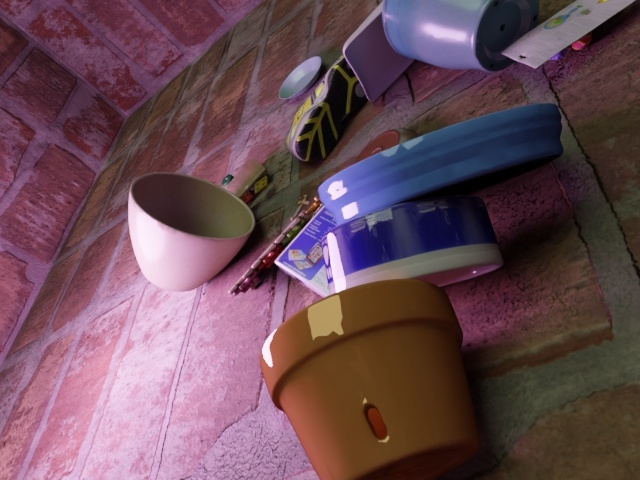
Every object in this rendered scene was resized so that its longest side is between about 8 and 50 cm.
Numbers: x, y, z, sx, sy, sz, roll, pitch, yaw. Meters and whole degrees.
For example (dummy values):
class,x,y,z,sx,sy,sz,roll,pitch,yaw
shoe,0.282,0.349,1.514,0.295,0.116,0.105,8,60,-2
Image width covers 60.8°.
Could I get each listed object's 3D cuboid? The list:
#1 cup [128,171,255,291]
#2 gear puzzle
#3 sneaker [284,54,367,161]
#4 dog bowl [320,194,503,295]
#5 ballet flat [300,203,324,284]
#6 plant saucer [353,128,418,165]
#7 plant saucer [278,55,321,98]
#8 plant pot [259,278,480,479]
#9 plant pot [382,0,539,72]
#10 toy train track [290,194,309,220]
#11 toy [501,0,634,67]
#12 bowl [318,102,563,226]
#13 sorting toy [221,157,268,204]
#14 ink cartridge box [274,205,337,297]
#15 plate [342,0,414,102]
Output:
class,x,y,z,sx,sy,sz,roll,pitch,yaw
cup,-0.373,-0.003,1.479,0.236,0.332,0.331,-64,26,26
gear puzzle,-0.081,0.003,1.301,0.339,0.044,0.175,-47,3,6
sneaker,0.021,-0.398,1.537,0.384,0.145,0.147,-53,33,-9
dog bowl,0.137,0.021,0.848,0.265,0.265,0.104,-21,75,36
ballet flat,0.000,0.000,1.214,0.077,0.091,0.240,-40,22,56
plant saucer,0.138,-0.191,1.267,0.199,0.036,0.198,-38,29,26
plant saucer,-0.061,-0.552,1.889,0.195,0.037,0.194,-30,37,26
plant pot,0.080,0.218,0.741,0.291,0.291,0.203,-35,53,20
plant pot,0.319,-0.498,1.201,0.271,0.272,0.255,-46,47,4
toy train track,-0.058,-0.088,1.428,0.048,0.014,0.083,7,62,52
toy,0.497,-0.409,1.072,0.237,0.056,0.136,-37,31,9
bowl,0.192,-0.106,0.885,0.391,0.391,0.077,-19,86,37
sorting toy,-0.216,-0.174,1.671,0.132,0.046,0.274,-48,32,1
ink cartridge box,0.048,0.019,1.097,0.206,0.045,0.208,31,74,34
plate,0.179,-0.514,1.371,0.278,0.277,0.045,-46,68,5
